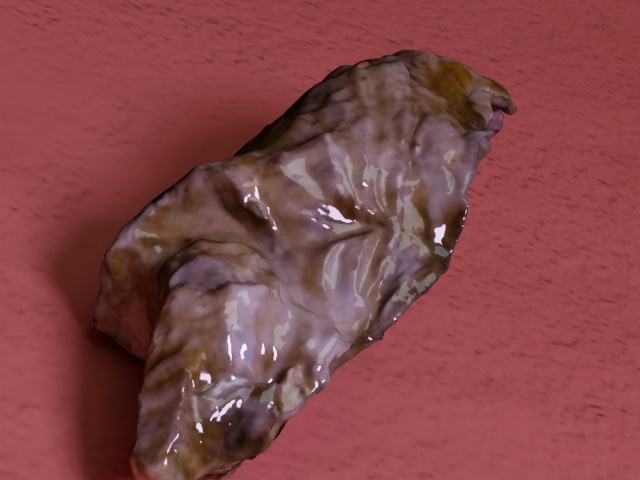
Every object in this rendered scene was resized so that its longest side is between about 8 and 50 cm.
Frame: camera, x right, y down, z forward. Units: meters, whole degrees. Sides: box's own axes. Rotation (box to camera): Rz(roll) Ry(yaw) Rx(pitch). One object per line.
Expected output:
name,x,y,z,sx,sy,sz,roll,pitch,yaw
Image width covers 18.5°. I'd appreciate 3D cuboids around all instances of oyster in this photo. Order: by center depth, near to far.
oyster,-0.004,-0.002,0.874,0.110,0.166,0.341,44,49,4
